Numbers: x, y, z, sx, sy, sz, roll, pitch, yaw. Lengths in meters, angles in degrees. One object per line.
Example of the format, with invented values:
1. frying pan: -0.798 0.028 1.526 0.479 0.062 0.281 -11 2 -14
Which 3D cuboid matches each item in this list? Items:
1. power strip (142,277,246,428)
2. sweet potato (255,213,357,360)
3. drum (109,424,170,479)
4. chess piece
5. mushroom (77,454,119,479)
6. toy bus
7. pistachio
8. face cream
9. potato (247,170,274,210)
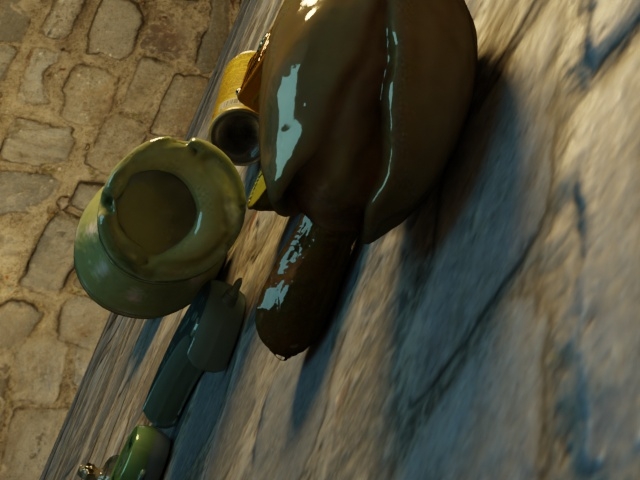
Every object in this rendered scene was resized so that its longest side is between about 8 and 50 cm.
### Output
1. power strip: -0.152 0.128 1.438 0.253 0.054 0.168 -51 19 51
2. sweet potato: 0.002 -0.003 1.024 0.233 0.062 0.081 -66 10 -22
3. drum: -0.260 0.358 1.445 0.253 0.049 0.130 -68 12 -15
4. chess piece: -0.217 -0.017 1.540 0.442 0.234 0.234 148 146 -75
5. mushroom: -0.309 0.342 1.615 0.085 0.079 0.085 -56 14 22
6. toy bus: -0.042 -0.260 1.649 0.201 0.098 0.114 -46 22 54
7. pistachio: 0.036 -0.124 0.879 0.181 0.162 0.293 102 177 -46
8. face cream: -0.126 -0.245 1.961 0.105 0.105 0.349 -59 14 25
9. potato: -0.020 -0.114 1.358 0.198 0.054 0.119 -62 11 2
